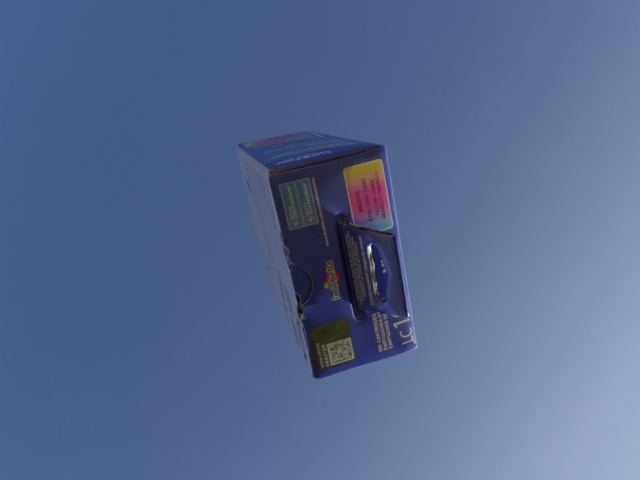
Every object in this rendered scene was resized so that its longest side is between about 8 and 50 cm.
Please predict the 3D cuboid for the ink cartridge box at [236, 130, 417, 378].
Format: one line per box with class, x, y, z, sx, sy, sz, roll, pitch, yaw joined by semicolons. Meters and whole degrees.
ink cartridge box;0.000;0.000;0.726;0.151;0.395;0.270;-15;-72;-9
